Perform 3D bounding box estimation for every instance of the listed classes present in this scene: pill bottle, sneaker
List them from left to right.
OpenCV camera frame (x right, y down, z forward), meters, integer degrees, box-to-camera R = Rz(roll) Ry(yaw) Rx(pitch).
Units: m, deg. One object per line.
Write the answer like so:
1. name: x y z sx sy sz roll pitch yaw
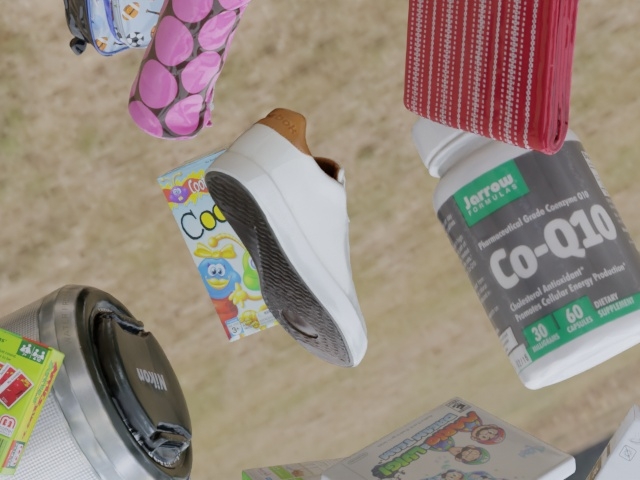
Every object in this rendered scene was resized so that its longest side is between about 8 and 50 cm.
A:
1. sneaker: 0.000 0.000 1.351 0.123 0.106 0.290 -51 139 -27
2. pill bottle: 0.264 -0.016 1.796 0.204 0.361 0.204 -24 165 -7

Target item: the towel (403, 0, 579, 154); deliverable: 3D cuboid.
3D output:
1. towel: 0.166 -0.204 1.448 0.031 0.199 0.275 -4 -165 -27

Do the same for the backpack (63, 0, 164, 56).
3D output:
1. backpack: -0.248 -0.417 2.153 0.263 0.213 0.276 -26 129 -29

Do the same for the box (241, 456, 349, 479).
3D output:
1. box: 0.027 0.416 2.167 0.231 0.127 0.262 -4 -173 -19

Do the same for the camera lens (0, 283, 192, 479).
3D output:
1. camera lens: -0.270 0.183 1.310 0.274 0.219 0.219 -27 167 9

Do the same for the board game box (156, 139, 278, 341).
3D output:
1. board game box: -0.116 -0.009 2.226 0.142 0.275 0.144 -21 -172 17

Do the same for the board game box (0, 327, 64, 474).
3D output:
1. board game box: -0.281 0.086 1.001 0.043 0.181 0.092 87 24 -80

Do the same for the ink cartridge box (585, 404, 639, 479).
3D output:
1. ink cartridge box: 0.386 0.389 1.840 0.333 0.165 0.065 -61 177 15

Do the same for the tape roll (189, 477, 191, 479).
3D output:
1. tape roll: -0.255 0.293 1.645 0.219 0.219 0.072 -23 151 -16

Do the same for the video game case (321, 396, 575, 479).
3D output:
1. video game case: 0.104 0.190 1.190 0.157 0.019 0.143 -24 -150 -31

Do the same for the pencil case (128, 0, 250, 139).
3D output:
1. pencil case: -0.128 -0.209 1.516 0.098 0.095 0.209 12 127 -22
